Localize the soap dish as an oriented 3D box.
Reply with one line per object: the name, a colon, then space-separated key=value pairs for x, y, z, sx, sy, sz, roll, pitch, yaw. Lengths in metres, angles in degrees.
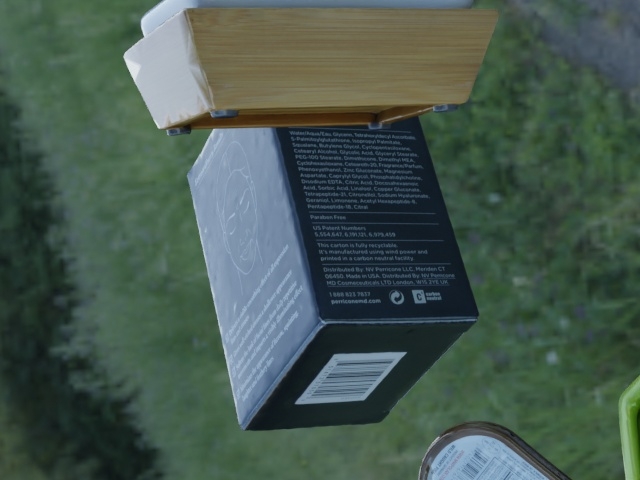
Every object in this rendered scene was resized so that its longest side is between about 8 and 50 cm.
soap dish: x=-0.014 y=-0.165 z=1.240 sx=0.229 sy=0.291 sz=0.118 roll=175 pitch=91 yaw=-68

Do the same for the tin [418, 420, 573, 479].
tin: x=0.169 y=0.238 z=1.163 sx=0.106 sy=0.190 sz=0.040 roll=-54 pitch=-11 yaw=9

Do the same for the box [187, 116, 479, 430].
box: x=0.000 y=0.000 z=1.707 sx=0.293 sy=0.212 sz=0.395 roll=125 pitch=138 yaw=-51

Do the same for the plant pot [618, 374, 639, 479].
plant pot: x=0.409 y=0.191 z=1.137 sx=0.227 sy=0.207 sz=0.228 roll=125 pitch=155 yaw=-44
